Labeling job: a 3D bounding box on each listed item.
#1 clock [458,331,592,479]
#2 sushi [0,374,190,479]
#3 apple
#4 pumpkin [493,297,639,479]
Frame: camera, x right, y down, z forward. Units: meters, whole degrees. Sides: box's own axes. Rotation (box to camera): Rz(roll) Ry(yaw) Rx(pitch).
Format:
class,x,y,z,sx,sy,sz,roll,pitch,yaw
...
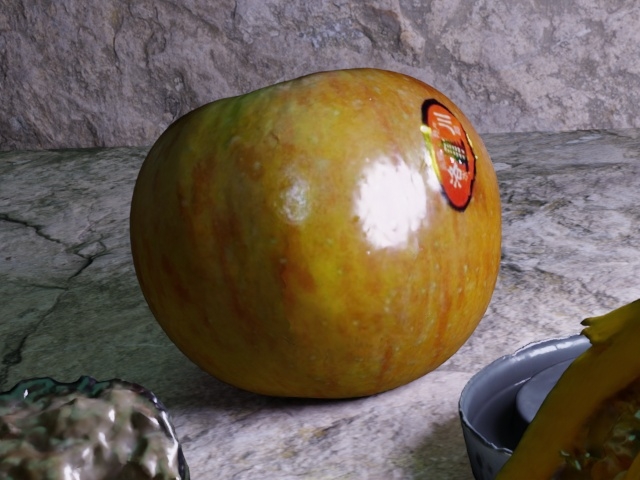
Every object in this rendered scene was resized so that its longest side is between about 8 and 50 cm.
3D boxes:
class,x,y,z,sx,sy,sz,roll,pitch,yaw
clock,0.280,0.154,1.098,0.325,0.067,0.325,-7,15,2
sushi,-0.235,0.217,0.766,0.350,0.211,0.171,-23,-7,-13
apple,0.000,0.000,1.365,0.400,0.334,0.400,-9,-4,-1
pumpkin,0.157,0.173,0.682,0.317,0.139,0.222,-56,7,-14
